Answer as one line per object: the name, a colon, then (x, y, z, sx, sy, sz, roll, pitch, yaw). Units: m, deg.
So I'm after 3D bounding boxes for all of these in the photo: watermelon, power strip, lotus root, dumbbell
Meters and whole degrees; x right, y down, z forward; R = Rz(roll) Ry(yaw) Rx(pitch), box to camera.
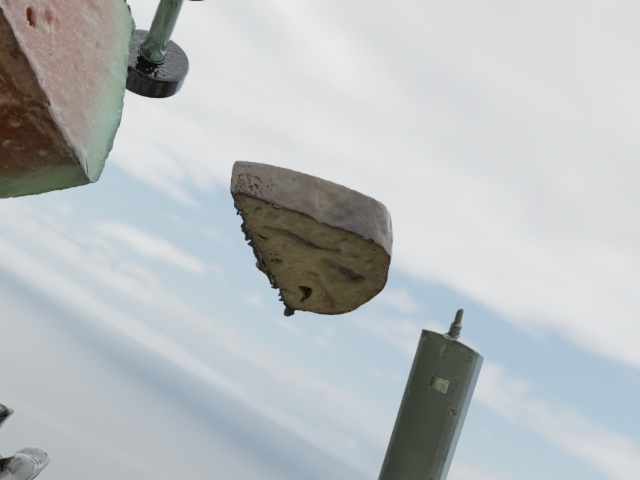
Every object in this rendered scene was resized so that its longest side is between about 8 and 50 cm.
watermelon: (-0.256, -0.186, 1.186, 0.139, 0.193, 0.257, -7, -39, 11)
power strip: (0.097, 0.178, 1.359, 0.060, 0.253, 0.027, 22, 15, 25)
lotus root: (0.000, 0.000, 1.657, 0.170, 0.074, 0.261, 4, -31, 10)
dumbbell: (-0.184, -0.269, 1.749, 0.100, 0.100, 0.191, 30, -49, 3)

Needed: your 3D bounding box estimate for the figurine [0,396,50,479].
figurine: (-0.376, 0.064, 1.154, 0.387, 0.166, 0.207, 47, 5, 3)
